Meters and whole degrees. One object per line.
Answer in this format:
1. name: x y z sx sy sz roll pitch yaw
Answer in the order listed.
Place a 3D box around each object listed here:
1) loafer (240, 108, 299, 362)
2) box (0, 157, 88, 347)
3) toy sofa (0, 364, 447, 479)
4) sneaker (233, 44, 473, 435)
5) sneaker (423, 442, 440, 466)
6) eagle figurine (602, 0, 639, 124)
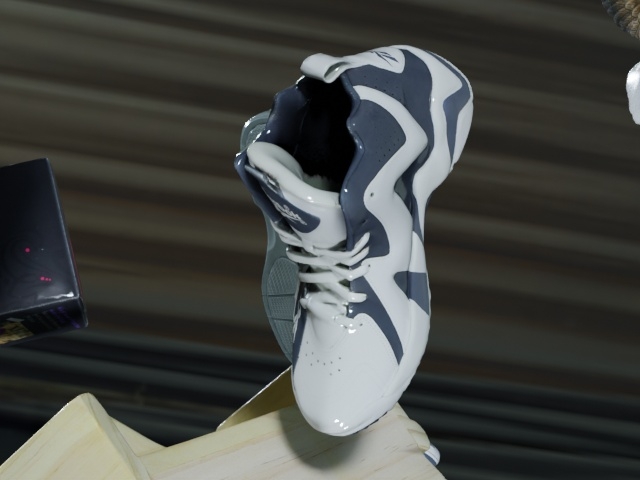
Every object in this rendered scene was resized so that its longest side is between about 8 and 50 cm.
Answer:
1. loafer: -0.007 -0.005 1.450 0.084 0.096 0.268 -41 -53 -54
2. box: -0.400 0.033 1.611 0.143 0.270 0.165 107 149 -72
3. toy sofa: -0.061 0.187 1.009 0.150 0.177 0.362 -41 -14 24
4. sneaker: 0.000 0.000 0.851 0.153 0.094 0.235 4 -71 -53
5. sneaker: 0.039 0.307 1.933 0.086 0.226 0.163 -35 39 62
6. eagle figurine: 0.431 -0.302 1.794 0.226 0.298 0.225 -12 45 39
